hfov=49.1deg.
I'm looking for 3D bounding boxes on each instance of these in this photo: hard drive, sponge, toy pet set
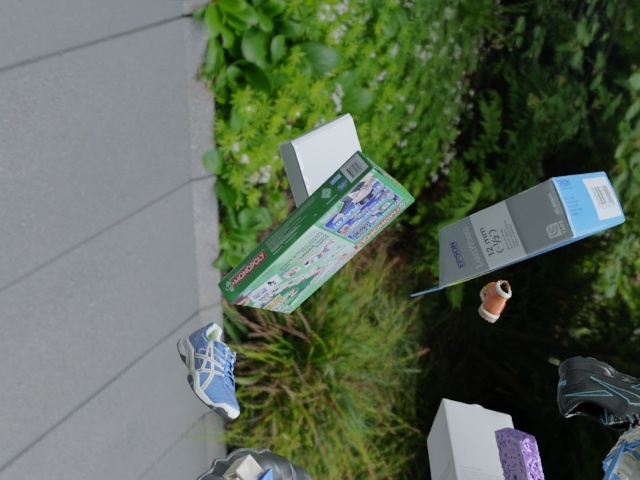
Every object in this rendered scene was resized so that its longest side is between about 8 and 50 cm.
[{"bbox_3d":[0.020,-0.163,1.619,0.307,0.040,0.203,-39,116,-57],"label":"hard drive"},{"bbox_3d":[0.331,0.414,1.126,0.117,0.031,0.210,139,-59,-81],"label":"sponge"},{"bbox_3d":[-0.124,0.366,0.984,0.122,0.065,0.114,-35,-174,44],"label":"toy pet set"}]

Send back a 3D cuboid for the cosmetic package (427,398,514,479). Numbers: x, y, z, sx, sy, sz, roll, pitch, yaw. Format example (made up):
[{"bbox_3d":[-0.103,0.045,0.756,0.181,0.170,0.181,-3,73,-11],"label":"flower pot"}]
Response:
[{"bbox_3d":[0.381,0.563,1.691,0.365,0.197,0.155,-78,-177,-69],"label":"cosmetic package"}]

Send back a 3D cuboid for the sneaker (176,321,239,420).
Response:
[{"bbox_3d":[-0.188,0.226,1.239,0.081,0.211,0.080,-40,137,2],"label":"sneaker"}]

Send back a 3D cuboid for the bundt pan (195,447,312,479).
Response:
[{"bbox_3d":[-0.111,0.582,1.394,0.331,0.124,0.331,13,69,-37],"label":"bundt pan"}]

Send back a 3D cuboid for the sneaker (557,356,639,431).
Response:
[{"bbox_3d":[0.536,0.281,1.186,0.106,0.267,0.101,-61,146,-38],"label":"sneaker"}]

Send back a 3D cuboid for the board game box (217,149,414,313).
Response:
[{"bbox_3d":[0.000,0.000,1.187,0.317,0.046,0.213,-43,156,11],"label":"board game box"}]

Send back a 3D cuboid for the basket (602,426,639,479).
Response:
[{"bbox_3d":[0.784,0.565,1.627,0.289,0.255,0.201,-46,174,-42],"label":"basket"}]

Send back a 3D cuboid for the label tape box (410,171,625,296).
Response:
[{"bbox_3d":[0.352,-0.010,1.318,0.249,0.348,0.115,-11,80,-48],"label":"label tape box"}]

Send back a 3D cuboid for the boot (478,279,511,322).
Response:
[{"bbox_3d":[0.409,0.121,1.608,0.084,0.059,0.158,-64,176,23],"label":"boot"}]
